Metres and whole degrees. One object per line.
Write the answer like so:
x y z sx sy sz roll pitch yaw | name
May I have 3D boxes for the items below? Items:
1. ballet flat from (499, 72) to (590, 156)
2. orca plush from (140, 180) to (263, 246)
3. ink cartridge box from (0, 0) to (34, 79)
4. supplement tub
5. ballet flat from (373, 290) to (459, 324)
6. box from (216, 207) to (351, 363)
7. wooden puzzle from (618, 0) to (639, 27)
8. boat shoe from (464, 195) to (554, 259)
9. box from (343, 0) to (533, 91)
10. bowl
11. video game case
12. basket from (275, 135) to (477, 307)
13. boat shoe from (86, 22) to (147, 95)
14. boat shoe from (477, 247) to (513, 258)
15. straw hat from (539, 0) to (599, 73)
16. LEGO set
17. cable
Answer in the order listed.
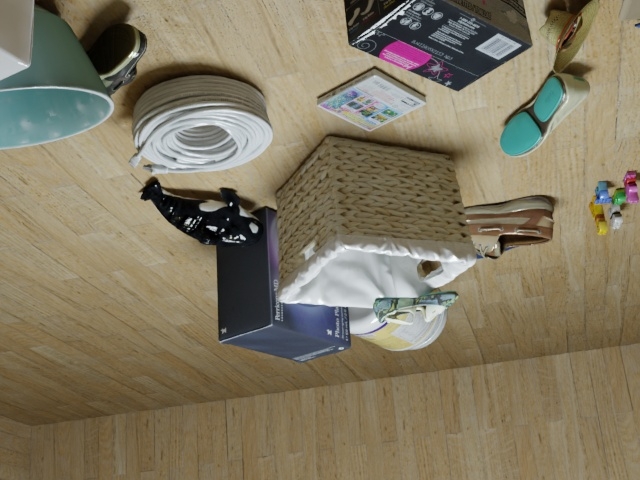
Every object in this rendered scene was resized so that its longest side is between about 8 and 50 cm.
0.438 -0.241 1.868 0.086 0.086 0.248 3 155 -18 | ballet flat
-0.250 -0.043 2.117 0.287 0.102 0.151 35 114 -31 | orca plush
-0.606 -0.281 1.226 0.395 0.166 0.285 -17 155 26 | ink cartridge box
0.175 0.158 2.553 0.241 0.241 0.331 -17 155 28 | supplement tub
0.210 0.151 2.094 0.189 0.070 0.070 -6 157 3 | ballet flat
-0.088 0.115 2.325 0.183 0.296 0.294 -21 153 36 | box
0.538 -0.391 1.602 0.079 0.014 0.116 1 157 -2 | wooden puzzle
0.407 -0.016 2.339 0.325 0.116 0.123 -14 156 21 | boat shoe
0.176 -0.353 1.456 0.247 0.142 0.163 13 150 -39 | box
-0.484 -0.257 1.475 0.312 0.163 0.311 -10 173 -1 | bowl
0.097 -0.262 1.818 0.143 0.019 0.157 -22 153 37 | video game case
0.106 -0.026 2.066 0.331 0.266 0.328 7 155 -24 | basket
-0.339 -0.291 1.593 0.073 0.080 0.224 7 161 -39 | boat shoe
0.446 -0.004 2.440 0.183 0.066 0.066 -17 157 13 | boat shoe
0.398 -0.351 1.599 0.061 0.144 0.144 33 167 20 | straw hat
0.691 -0.070 2.295 0.087 0.093 0.227 -6 158 3 | LEGO set
-0.219 -0.211 1.788 0.257 0.089 0.257 2 156 -18 | cable
